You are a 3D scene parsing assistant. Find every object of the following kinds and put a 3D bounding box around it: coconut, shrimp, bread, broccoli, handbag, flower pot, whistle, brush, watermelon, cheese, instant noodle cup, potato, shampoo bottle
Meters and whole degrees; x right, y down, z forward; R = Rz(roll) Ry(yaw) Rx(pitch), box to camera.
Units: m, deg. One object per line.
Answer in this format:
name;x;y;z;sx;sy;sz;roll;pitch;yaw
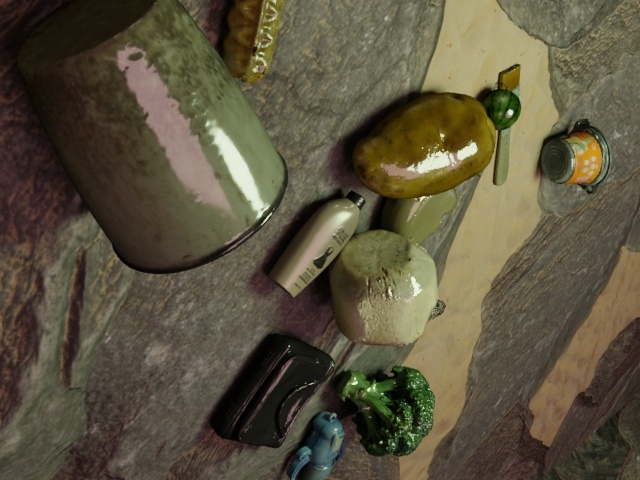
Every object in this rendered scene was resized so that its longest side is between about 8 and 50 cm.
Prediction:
coconut;0.140;0.118;1.595;0.245;0.245;0.247;-34;135;-24
shrimp;0.261;0.181;1.905;0.190;0.075;0.073;9;142;-37
bread;-0.088;-0.429;1.132;0.077;0.084;0.368;-74;179;-67
broccoli;0.162;0.429;1.863;0.270;0.270;0.270;31;93;-15
handbag;-0.097;0.355;1.653;0.275;0.088;0.244;-57;144;-1
flower pot;-0.236;-0.162;1.004;0.293;0.293;0.330;-41;134;-17
whistle;0.002;0.555;1.890;0.180;0.093;0.269;-9;128;-41
brush;0.473;-0.282;1.838;0.085;0.020;0.337;-31;134;-28
watermelon;0.430;-0.314;1.712;0.109;0.109;0.109;-25;132;-32
cheese;0.218;-0.069;1.674;0.202;0.091;0.175;-49;140;-6
instant noodle cup;0.697;-0.226;2.003;0.125;0.208;0.177;-10;168;-23
potato;0.229;-0.200;1.538;0.369;0.176;0.196;-23;136;-27
shampoo bottle;0.000;0.000;1.508;0.257;0.078;0.127;-51;140;-8
